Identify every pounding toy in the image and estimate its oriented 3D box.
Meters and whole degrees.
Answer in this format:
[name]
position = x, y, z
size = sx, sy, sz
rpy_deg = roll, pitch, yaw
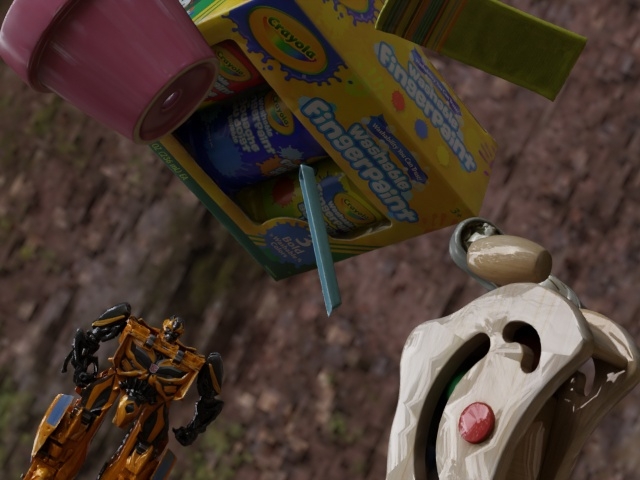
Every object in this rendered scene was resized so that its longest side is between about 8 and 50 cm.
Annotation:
[pounding toy]
position = 0.154, 0.124, 1.182
size = 0.154, 0.155, 0.269
rpy_deg = -5, 69, 43

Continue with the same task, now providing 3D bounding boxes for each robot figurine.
[robot figurine]
position = -0.250, 0.226, 2.163
size = 0.291, 0.211, 0.085
rpy_deg = -60, 7, 6

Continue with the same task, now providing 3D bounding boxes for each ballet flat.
[ballet flat]
position = 0.235, 0.052, 1.959
size = 0.072, 0.213, 0.068
rpy_deg = -46, -15, -19

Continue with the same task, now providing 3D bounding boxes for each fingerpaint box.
[fingerpaint box]
position = -0.036, -0.176, 2.350
size = 0.371, 0.445, 0.163
rpy_deg = -18, 37, 36

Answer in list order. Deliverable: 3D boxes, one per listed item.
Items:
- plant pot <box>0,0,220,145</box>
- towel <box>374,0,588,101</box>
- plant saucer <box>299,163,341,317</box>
[plant pot]
position = -0.215, -0.208, 1.852
size = 0.201, 0.180, 0.201
rpy_deg = -44, -12, -12
[towel]
position = 0.189, -0.246, 2.024
size = 0.102, 0.237, 0.021
rpy_deg = 115, 175, -45
[plant saucer]
position = 0.000, 0.000, 2.176
size = 0.067, 0.018, 0.192
rpy_deg = 104, 155, -78
